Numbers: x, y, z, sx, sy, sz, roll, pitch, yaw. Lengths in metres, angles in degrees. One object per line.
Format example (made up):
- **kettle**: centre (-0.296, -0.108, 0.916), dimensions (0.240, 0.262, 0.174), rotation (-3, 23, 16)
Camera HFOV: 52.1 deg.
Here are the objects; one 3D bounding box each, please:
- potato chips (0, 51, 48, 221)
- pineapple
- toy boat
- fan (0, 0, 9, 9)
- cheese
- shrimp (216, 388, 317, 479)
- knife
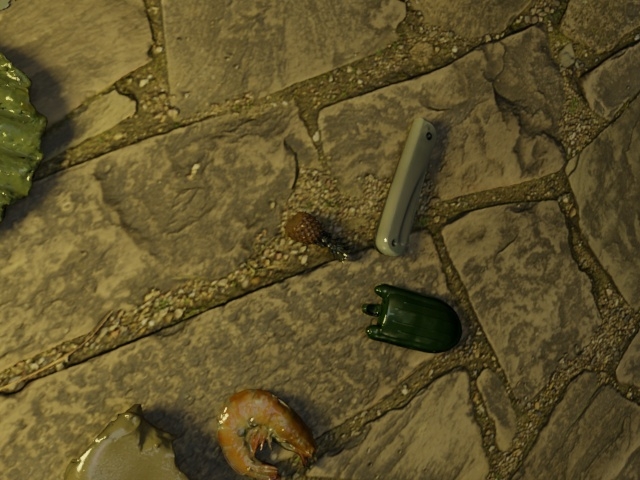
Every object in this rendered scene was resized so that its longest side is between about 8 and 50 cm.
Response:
- **potato chips**: centre (-0.600, -0.131, 0.866), dimensions (0.429, 0.070, 0.358), rotation (12, 80, -22)
- **pineapple**: centre (0.000, 0.000, 1.124), dimensions (0.124, 0.058, 0.058), rotation (36, 74, -24)
- **toy boat**: centre (0.172, 0.146, 1.184), dimensions (0.210, 0.052, 0.104), rotation (16, 78, -22)
- **fan**: centre (-0.504, -0.340, 0.952), dimensions (0.191, 0.009, 0.329), rotation (-26, 96, -23)
- **cheese**: centre (-0.268, 0.357, 0.963), dimensions (0.202, 0.091, 0.175), rotation (45, 71, -16)
- **shrimp**: centre (-0.087, 0.325, 1.069), dimensions (0.187, 0.051, 0.132), rotation (38, 85, -9)
- **knife**: centre (0.161, -0.096, 1.203), dimensions (0.073, 0.040, 0.265), rotation (23, 77, -31)
